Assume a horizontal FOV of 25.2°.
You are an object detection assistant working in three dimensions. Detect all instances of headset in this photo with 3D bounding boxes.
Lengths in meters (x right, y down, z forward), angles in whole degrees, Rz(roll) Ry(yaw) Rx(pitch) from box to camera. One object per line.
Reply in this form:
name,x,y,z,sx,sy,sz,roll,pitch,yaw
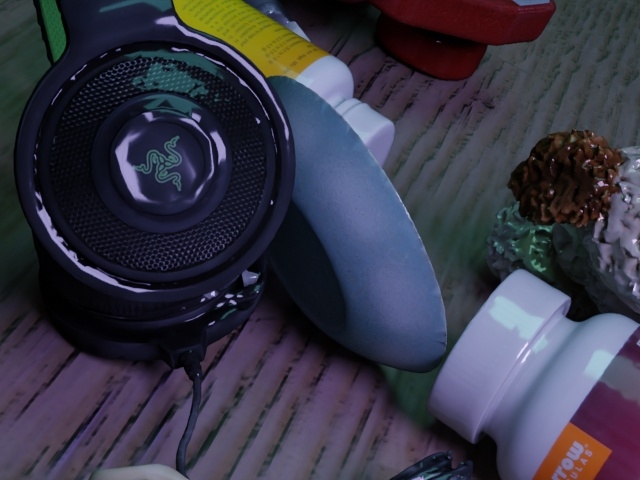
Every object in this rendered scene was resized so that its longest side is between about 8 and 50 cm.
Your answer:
headset,-0.061,-0.020,0.747,0.185,0.243,0.394,-15,74,-11

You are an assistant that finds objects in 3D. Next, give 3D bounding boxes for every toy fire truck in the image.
toy fire truck,0.038,-0.254,1.203,0.302,0.169,0.254,41,33,23

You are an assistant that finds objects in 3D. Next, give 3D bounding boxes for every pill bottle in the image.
pill bottle,0.176,0.117,0.797,0.221,0.121,0.121,34,32,16
pill bottle,-0.060,-0.098,0.964,0.215,0.117,0.117,33,32,14

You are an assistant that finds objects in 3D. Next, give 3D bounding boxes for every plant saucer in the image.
plant saucer,0.000,0.000,0.822,0.037,0.195,0.195,-29,55,-19

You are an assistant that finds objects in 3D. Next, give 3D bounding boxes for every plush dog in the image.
plush dog,0.237,0.004,0.886,0.262,0.210,0.225,35,14,15

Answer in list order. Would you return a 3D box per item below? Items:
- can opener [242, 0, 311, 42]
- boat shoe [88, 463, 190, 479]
can opener,-0.047,-0.150,1.116,0.093,0.074,0.280,43,11,-49
boat shoe,0.035,0.160,0.618,0.302,0.113,0.103,11,68,-20
